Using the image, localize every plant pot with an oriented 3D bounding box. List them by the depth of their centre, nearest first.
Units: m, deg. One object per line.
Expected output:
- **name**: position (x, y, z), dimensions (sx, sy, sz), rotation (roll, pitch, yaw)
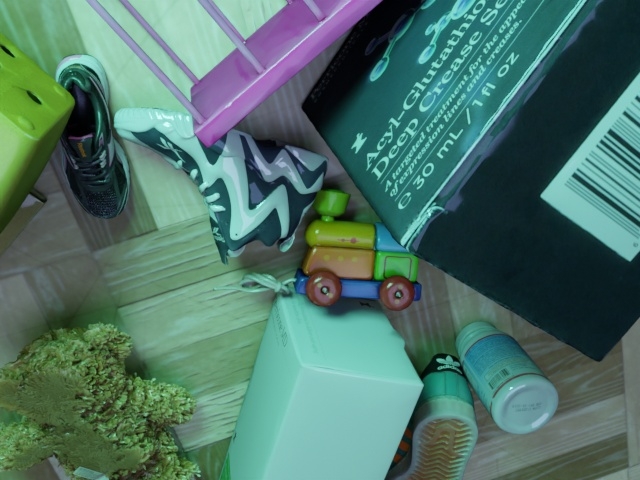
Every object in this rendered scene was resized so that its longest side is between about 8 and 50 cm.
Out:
- **plant pot**: position (-0.343, -0.093, 0.596), dimensions (0.187, 0.212, 0.212), rotation (-41, 112, 13)

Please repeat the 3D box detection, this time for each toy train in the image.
- **toy train**: position (0.000, 0.000, 0.824), dimensions (0.248, 0.105, 0.143), rotation (4, 97, -7)

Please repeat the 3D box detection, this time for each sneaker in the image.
- **sneaker**: position (-0.251, -0.101, 0.725), dimensions (0.072, 0.077, 0.178), rotation (-11, 117, -6)
- **sneaker**: position (-0.120, -0.052, 0.755), dimensions (0.235, 0.094, 0.152), rotation (13, 98, -23)
- **sneaker**: position (0.157, 0.283, 0.978), dimensions (0.108, 0.121, 0.302), rotation (12, 133, -1)

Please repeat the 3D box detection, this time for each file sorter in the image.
- **file sorter**: position (-0.058, -0.267, 0.623), dimensions (0.291, 0.202, 0.182), rotation (-39, 115, 7)

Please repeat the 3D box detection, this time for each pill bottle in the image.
- **pill bottle**: position (0.240, 0.176, 0.911), dimensions (0.087, 0.160, 0.087), rotation (-5, 115, -10)

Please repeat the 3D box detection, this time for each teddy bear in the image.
- **teddy bear**: position (-0.279, 0.236, 0.869), dimensions (0.245, 0.113, 0.338), rotation (-29, 125, 9)

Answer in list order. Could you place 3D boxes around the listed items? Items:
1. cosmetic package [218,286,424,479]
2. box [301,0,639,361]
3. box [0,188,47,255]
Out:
- **cosmetic package**: position (-0.020, 0.267, 0.877), dimensions (0.155, 0.197, 0.365), rotation (11, 110, -16)
- **box**: position (0.176, -0.142, 0.621), dimensions (0.212, 0.395, 0.293), rotation (30, 105, -22)
- **box**: position (-0.433, -0.019, 0.753), dimensions (0.164, 0.021, 0.201), rotation (39, 101, -25)
